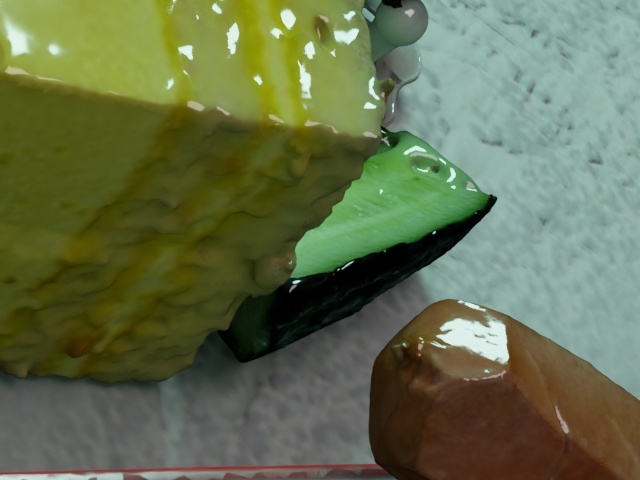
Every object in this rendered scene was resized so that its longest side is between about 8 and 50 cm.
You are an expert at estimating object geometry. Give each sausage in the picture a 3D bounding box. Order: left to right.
[{"bbox_3d":[0.076,0.073,0.591,0.169,0.065,0.065,34,47,-21],"label":"sausage"}]

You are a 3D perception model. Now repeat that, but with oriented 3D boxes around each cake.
[{"bbox_3d":[-0.154,-0.086,0.836,0.286,0.222,0.227,7,55,-31],"label":"cake"}]

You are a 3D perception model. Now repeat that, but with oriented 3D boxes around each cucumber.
[{"bbox_3d":[0.000,0.000,0.981,0.115,0.086,0.193,29,35,29],"label":"cucumber"}]

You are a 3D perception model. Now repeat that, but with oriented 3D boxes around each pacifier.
[{"bbox_3d":[0.025,-0.109,1.071,0.081,0.078,0.099,42,47,-13],"label":"pacifier"}]

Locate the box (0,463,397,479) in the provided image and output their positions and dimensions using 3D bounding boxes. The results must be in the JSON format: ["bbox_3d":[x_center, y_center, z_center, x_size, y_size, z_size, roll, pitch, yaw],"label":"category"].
[{"bbox_3d":[-0.090,0.265,0.584,0.314,0.300,0.312,3,58,-33],"label":"box"}]

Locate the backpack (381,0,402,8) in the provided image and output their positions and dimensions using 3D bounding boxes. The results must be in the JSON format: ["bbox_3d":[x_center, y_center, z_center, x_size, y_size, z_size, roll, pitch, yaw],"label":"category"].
[{"bbox_3d":[0.007,-0.195,1.062,0.105,0.165,0.120,-13,113,-46],"label":"backpack"}]
